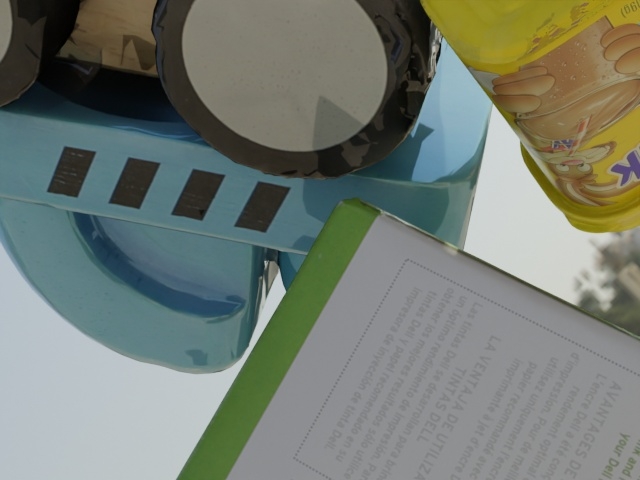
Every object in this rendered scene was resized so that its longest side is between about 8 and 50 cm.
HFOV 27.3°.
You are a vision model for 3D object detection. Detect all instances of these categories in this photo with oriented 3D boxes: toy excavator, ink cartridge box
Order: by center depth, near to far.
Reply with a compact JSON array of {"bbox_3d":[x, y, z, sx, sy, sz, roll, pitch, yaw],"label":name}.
[{"bbox_3d":[0.077,0.129,0.448,0.188,0.255,0.097,-60,-18,-9],"label":"ink cartridge box"},{"bbox_3d":[0.000,0.000,0.670,0.222,0.433,0.445,-73,-8,-49],"label":"toy excavator"}]

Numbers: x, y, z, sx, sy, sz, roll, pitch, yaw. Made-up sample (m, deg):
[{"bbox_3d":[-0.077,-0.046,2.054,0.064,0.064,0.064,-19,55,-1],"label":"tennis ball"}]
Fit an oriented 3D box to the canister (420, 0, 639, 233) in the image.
[{"bbox_3d":[0.119,-0.080,0.507,0.126,0.073,0.170,-36,-30,10],"label":"canister"}]
